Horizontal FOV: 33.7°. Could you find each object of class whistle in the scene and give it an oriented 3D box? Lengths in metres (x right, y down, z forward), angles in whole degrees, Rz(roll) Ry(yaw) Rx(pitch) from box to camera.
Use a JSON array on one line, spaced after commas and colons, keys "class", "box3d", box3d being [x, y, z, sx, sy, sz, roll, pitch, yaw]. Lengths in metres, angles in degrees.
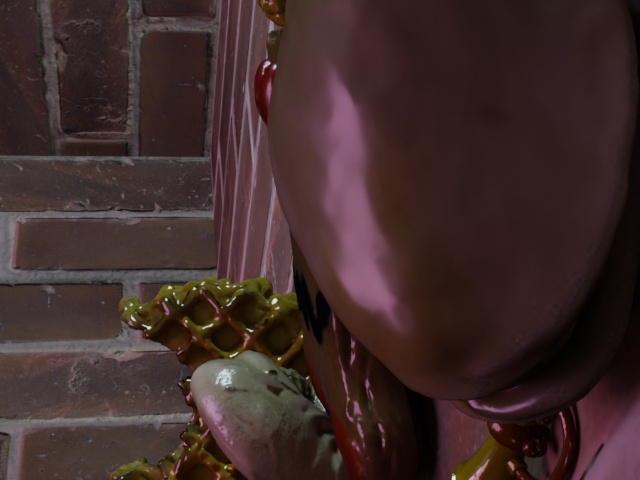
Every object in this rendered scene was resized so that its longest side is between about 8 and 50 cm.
[{"class": "whistle", "box3d": [0.111, 0.116, 0.598, 0.057, 0.046, 0.109, -79, 4, -49]}]

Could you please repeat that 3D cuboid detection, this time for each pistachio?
[{"class": "pistachio", "box3d": [0.071, -0.055, 0.527, 0.166, 0.197, 0.288, 20, -132, -55]}]

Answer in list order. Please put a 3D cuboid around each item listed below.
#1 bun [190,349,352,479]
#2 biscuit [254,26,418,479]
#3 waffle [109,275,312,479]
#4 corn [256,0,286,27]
[{"class": "bun", "box3d": [-0.037, 0.204, 1.111, 0.210, 0.116, 0.237, 47, 175, 27]}, {"class": "biscuit", "box3d": [0.000, 0.000, 0.962, 0.368, 0.076, 0.394, -125, 26, -75]}, {"class": "waffle", "box3d": [-0.122, 0.206, 1.304, 0.151, 0.261, 0.324, 7, -95, -79]}, {"class": "corn", "box3d": [-0.019, -0.346, 1.106, 0.131, 0.131, 0.344, 100, 169, -46]}]
